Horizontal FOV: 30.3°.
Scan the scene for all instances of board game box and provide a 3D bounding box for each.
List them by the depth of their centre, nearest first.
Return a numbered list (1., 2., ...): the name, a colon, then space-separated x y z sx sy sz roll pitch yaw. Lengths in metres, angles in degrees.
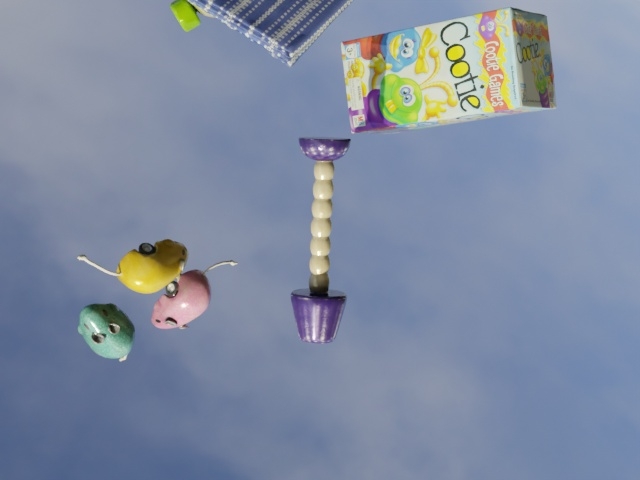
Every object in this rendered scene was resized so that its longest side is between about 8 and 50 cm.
1. board game box: 0.189 -0.245 1.752 0.144 0.275 0.142 -8 -88 -57

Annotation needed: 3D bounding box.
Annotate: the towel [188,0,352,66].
1. towel: -0.096 -0.396 1.626 0.336 0.040 0.243 34 -113 18

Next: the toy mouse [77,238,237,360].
1. toy mouse: -0.138 0.060 0.952 0.161 0.143 0.031 -12 -130 -42

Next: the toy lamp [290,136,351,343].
1. toy lamp: 0.000 0.000 1.582 0.080 0.080 0.275 -11 -77 -56

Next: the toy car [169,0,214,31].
1. toy car: -0.189 -0.442 1.815 0.149 0.155 0.188 57 -177 -45
